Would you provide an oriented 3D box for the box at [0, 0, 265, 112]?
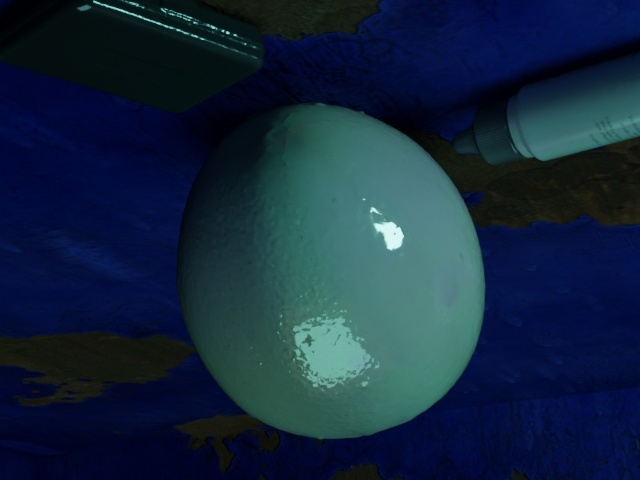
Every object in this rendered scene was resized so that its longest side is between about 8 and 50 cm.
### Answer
[{"bbox_3d":[-0.186,-0.192,1.338,0.230,0.050,0.160,14,155,-41],"label":"box"}]

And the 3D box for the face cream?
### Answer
[{"bbox_3d":[0.284,-0.142,1.492,0.311,0.092,0.092,-15,158,31],"label":"face cream"}]

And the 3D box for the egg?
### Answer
[{"bbox_3d":[0.000,0.000,1.532,0.355,0.354,0.340,-6,140,9],"label":"egg"}]
